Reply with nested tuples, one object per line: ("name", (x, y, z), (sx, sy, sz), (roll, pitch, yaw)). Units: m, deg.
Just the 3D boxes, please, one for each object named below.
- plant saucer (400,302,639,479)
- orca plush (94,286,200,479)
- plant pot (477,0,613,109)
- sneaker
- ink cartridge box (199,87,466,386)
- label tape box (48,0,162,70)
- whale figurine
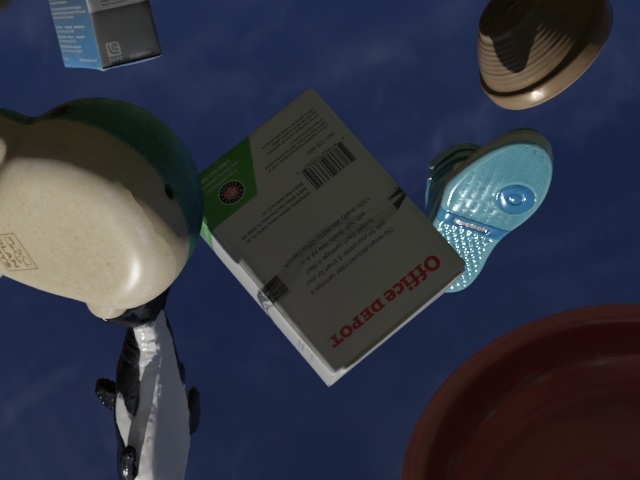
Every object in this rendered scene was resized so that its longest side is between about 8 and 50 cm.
("plant saucer", (0.231, 0.195, 1.005), (0.332, 0.084, 0.332), (-12, -138, 11))
("orca plush", (-0.214, 0.174, 1.404), (0.102, 0.287, 0.151), (12, -134, 22))
("plant pot", (0.324, -0.328, 2.005), (0.237, 0.109, 0.237), (-33, -145, 26))
("sneaker", (0.223, -0.093, 1.814), (0.127, 0.319, 0.208), (24, -133, -12))
("ink cartridge box", (0.000, 0.000, 1.557), (0.211, 0.121, 0.289), (-38, -99, -11))
("label tape box", (-0.358, -0.434, 1.973), (0.106, 0.334, 0.240), (-18, -164, -22))
("whale figurine", (-0.218, -0.033, 1.115), (0.272, 0.216, 0.141), (-10, -147, 38))
